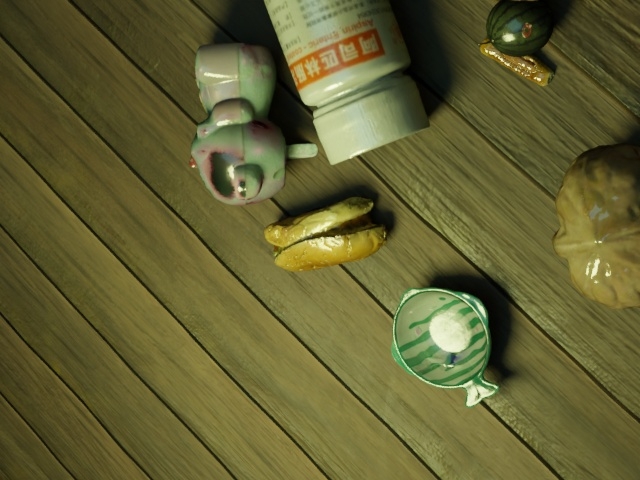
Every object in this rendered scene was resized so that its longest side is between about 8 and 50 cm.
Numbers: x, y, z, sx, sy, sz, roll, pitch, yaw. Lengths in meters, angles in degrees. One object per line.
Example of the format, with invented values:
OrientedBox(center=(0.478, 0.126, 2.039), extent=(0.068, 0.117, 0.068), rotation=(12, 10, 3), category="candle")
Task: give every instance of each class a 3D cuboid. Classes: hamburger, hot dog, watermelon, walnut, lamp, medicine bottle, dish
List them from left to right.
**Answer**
OrientedBox(center=(-0.132, -0.219, 1.927), extent=(0.247, 0.247, 0.301), rotation=(-4, 91, -9), category="lamp")
OrientedBox(center=(0.000, 0.000, 1.939), extent=(0.262, 0.131, 0.124), rotation=(-17, 95, 37), category="hamburger")
OrientedBox(center=(0.041, -0.338, 1.768), extent=(0.211, 0.211, 0.371), rotation=(-19, 93, 33), category="medicine bottle")
OrientedBox(center=(0.246, 0.185, 1.877), extent=(0.224, 0.078, 0.246), rotation=(-39, 82, 33), category="dish")
OrientedBox(center=(0.318, -0.351, 1.658), extent=(0.133, 0.105, 0.105), rotation=(-26, 90, -2), category="watermelon")
OrientedBox(center=(0.335, -0.310, 1.715), extent=(0.137, 0.028, 0.044), rotation=(36, 112, 19), category="hot dog")
OrientedBox(center=(0.481, -0.023, 1.572), extent=(0.227, 0.273, 0.273), rotation=(15, 111, 25), category="walnut")
